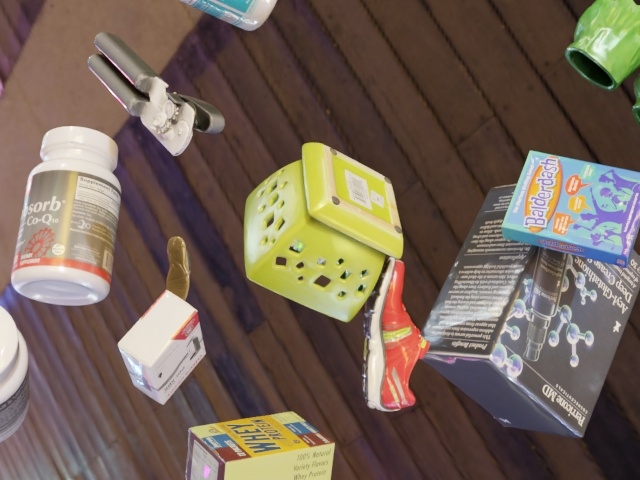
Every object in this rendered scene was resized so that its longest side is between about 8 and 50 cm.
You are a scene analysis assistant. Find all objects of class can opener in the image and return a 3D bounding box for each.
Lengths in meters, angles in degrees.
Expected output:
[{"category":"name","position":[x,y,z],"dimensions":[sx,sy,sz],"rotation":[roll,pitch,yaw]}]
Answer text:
[{"category":"can opener","position":[-0.249,-0.214,1.274],"dimensions":[0.280,0.093,0.074],"rotation":[42,116,33]}]

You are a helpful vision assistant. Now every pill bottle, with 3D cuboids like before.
[{"category":"pill bottle","position":[-0.532,0.206,1.345],"dimensions":[0.161,0.161,0.283],"rotation":[54,150,15]},{"category":"pill bottle","position":[-0.204,-0.475,1.500],"dimensions":[0.146,0.264,0.146],"rotation":[-39,41,45]},{"category":"pill bottle","position":[-0.559,-0.054,1.953],"dimensions":[0.210,0.210,0.363],"rotation":[-28,54,49]}]

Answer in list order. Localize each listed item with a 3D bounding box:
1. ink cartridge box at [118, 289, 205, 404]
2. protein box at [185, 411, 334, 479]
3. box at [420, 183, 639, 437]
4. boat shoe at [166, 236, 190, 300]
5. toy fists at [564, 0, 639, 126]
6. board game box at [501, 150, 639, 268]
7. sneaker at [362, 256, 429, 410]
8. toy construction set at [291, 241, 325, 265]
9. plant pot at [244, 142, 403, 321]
[{"category":"ink cartridge box","position":[-0.207,0.144,1.160],"dimensions":[0.056,0.099,0.135],"rotation":[31,153,16]},{"category":"protein box","position":[-0.104,0.406,1.410],"dimensions":[0.136,0.199,0.201],"rotation":[23,110,54]},{"category":"box","position":[0.412,0.127,1.686],"dimensions":[0.293,0.396,0.212],"rotation":[39,157,-27]},{"category":"boat shoe","position":[-0.315,0.069,1.969],"dimensions":[0.056,0.049,0.152],"rotation":[-1,84,12]},{"category":"toy fists","position":[0.540,-0.286,1.450],"dimensions":[0.279,0.142,0.096],"rotation":[40,173,-3]},{"category":"board game box","position":[0.430,-0.056,1.467],"dimensions":[0.210,0.160,0.047],"rotation":[14,158,24]},{"category":"sneaker","position":[0.140,0.170,1.587],"dimensions":[0.107,0.118,0.279],"rotation":[-141,54,-84]},{"category":"toy construction set","position":[0.000,0.000,2.229],"dimensions":[0.327,0.214,0.151],"rotation":[166,122,-80]},{"category":"plant pot","position":[0.012,-0.027,1.553],"dimensions":[0.207,0.227,0.228],"rotation":[-47,30,32]}]
